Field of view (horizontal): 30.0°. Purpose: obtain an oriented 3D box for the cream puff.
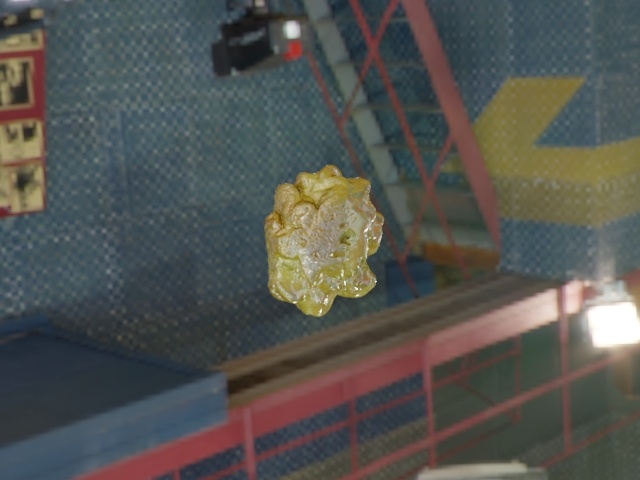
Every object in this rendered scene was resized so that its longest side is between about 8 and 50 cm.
[{"bbox_3d":[0.000,0.000,0.699,0.083,0.083,0.058,-31,-167,-6],"label":"cream puff"}]
